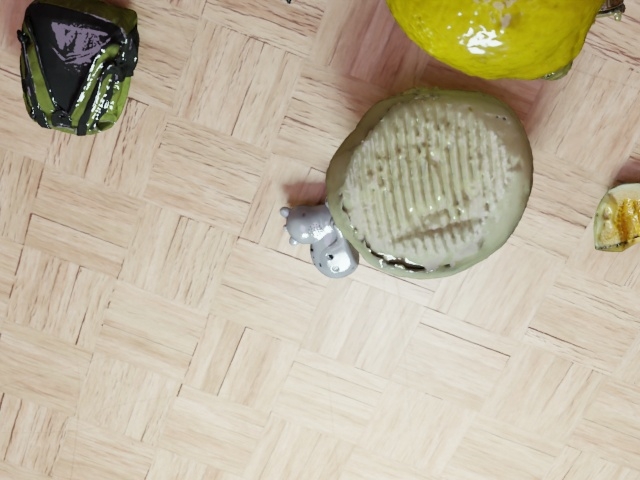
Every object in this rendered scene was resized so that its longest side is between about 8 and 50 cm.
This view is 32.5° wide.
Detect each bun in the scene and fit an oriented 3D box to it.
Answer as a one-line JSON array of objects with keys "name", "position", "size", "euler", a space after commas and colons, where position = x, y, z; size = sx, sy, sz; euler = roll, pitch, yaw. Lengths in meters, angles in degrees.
[{"name": "bun", "position": [0.188, -0.106, 1.912], "size": [0.359, 0.211, 0.360], "euler": [1, 104, 3]}]

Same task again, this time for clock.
[{"name": "clock", "position": [0.000, 0.000, 2.083], "size": [0.117, 0.080, 0.176], "euler": [-15, 117, 15]}]

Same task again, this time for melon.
[{"name": "melon", "position": [0.568, -0.048, 1.985], "size": [0.160, 0.079, 0.128], "euler": [-14, 100, 17]}]

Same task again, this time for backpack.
[{"name": "backpack", "position": [-0.429, -0.304, 1.927], "size": [0.207, 0.140, 0.253], "euler": [14, 117, 2]}]

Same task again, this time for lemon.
[{"name": "lemon", "position": [0.264, -0.410, 1.648], "size": [0.349, 0.350, 0.387], "euler": [-25, 106, 21]}]

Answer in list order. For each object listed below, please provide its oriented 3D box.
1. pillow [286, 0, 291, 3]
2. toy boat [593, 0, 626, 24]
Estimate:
[{"name": "pillow", "position": [-0.074, -0.479, 1.826], "size": [0.150, 0.048, 0.090], "euler": [43, 120, -14]}, {"name": "toy boat", "position": [0.444, -0.450, 1.749], "size": [0.068, 0.088, 0.226], "euler": [-8, 120, 13]}]
